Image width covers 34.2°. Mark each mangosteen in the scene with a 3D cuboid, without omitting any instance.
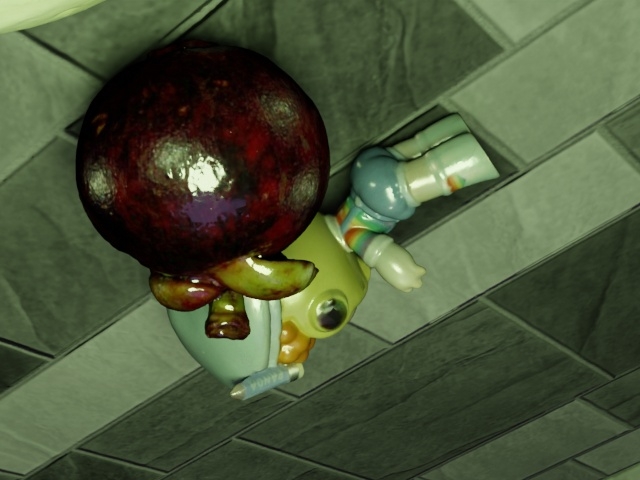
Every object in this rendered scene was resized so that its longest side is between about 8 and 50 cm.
[{"bbox_3d":[-0.098,-0.041,0.915,0.228,0.265,0.228,-10,-174,1],"label":"mangosteen"}]

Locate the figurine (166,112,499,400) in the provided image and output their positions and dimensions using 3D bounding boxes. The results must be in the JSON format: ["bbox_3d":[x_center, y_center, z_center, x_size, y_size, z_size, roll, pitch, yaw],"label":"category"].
[{"bbox_3d":[-0.005,-0.017,1.103,0.382,0.224,0.205,-41,122,-3],"label":"figurine"}]

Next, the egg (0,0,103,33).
[{"bbox_3d":[-0.205,-0.269,0.545,0.283,0.283,0.345,-32,130,24],"label":"egg"}]
